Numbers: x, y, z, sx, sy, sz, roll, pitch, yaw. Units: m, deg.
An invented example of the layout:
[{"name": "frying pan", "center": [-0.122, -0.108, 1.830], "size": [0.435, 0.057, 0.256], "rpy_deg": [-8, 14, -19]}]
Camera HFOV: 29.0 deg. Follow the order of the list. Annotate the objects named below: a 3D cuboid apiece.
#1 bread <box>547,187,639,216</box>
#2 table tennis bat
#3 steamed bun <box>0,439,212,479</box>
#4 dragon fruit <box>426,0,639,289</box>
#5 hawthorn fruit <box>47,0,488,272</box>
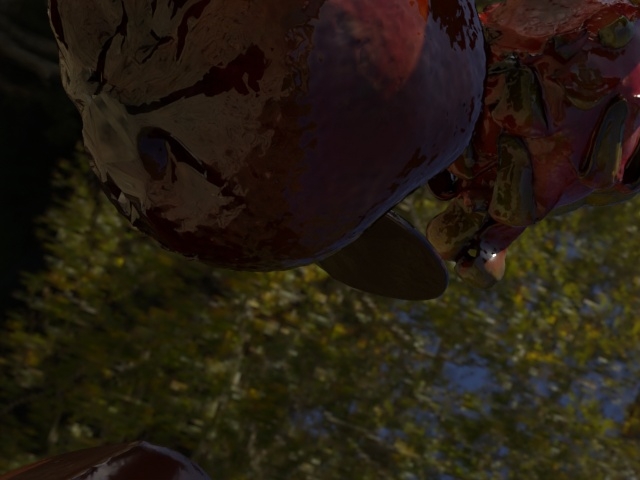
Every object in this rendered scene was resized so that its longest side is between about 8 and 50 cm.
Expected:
[{"name": "bread", "center": [0.376, -0.106, 1.725], "size": [0.233, 0.088, 0.160], "rpy_deg": [-17, -129, 7]}, {"name": "table tennis bat", "center": [0.000, 0.000, 1.146], "size": [0.274, 0.154, 0.021], "rpy_deg": [8, -124, 43]}, {"name": "steamed bun", "center": [-0.247, 0.336, 1.035], "size": [0.235, 0.379, 0.248], "rpy_deg": [-18, -88, 39]}, {"name": "dragon fruit", "center": [0.207, -0.122, 1.237], "size": [0.307, 0.243, 0.227], "rpy_deg": [-31, -160, 11]}, {"name": "hawthorn fruit", "center": [-0.028, -0.137, 0.830], "size": [0.311, 0.295, 0.295], "rpy_deg": [-48, -168, -28]}]
